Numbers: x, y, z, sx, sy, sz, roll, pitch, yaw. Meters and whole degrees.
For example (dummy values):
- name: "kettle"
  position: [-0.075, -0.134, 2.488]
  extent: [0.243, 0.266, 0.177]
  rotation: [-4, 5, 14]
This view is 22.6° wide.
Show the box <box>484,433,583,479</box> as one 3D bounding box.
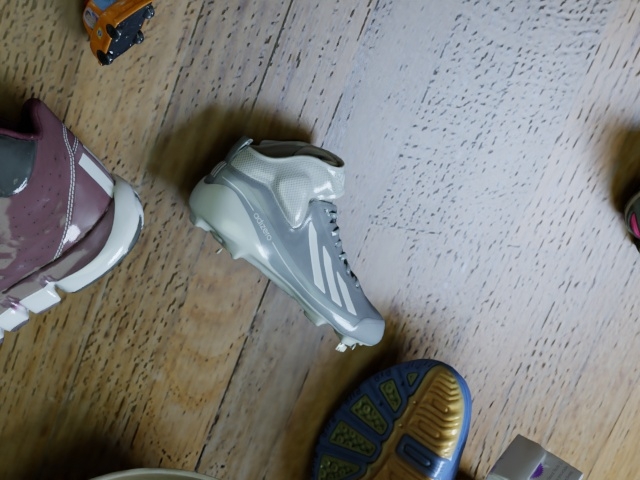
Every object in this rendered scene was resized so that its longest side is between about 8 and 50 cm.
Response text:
- name: "box"
  position: [0.123, 0.303, 1.327]
  extent: [0.067, 0.063, 0.324]
  rotation: [-38, 154, -51]

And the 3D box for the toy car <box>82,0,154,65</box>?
- name: "toy car"
  position: [-0.107, -0.168, 1.041]
  extent: [0.122, 0.060, 0.040]
  rotation: [-43, 84, -13]

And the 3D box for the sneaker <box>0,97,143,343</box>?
- name: "sneaker"
  position: [-0.268, 0.007, 1.045]
  extent: [0.281, 0.106, 0.162]
  rotation: [-39, 122, -8]

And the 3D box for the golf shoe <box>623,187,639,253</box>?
- name: "golf shoe"
  position: [0.350, 0.047, 1.308]
  extent: [0.105, 0.120, 0.273]
  rotation: [-46, 128, 8]

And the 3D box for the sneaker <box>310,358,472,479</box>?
- name: "sneaker"
  position: [0.059, 0.222, 1.323]
  extent: [0.131, 0.112, 0.296]
  rotation: [0, 122, -47]

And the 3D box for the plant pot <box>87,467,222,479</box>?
- name: "plant pot"
  position: [-0.112, 0.325, 1.227]
  extent: [0.284, 0.284, 0.191]
  rotation: [-32, 165, -1]

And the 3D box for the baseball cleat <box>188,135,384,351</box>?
- name: "baseball cleat"
  position: [0.000, 0.000, 1.160]
  extent: [0.109, 0.072, 0.206]
  rotation: [-49, 130, 3]
